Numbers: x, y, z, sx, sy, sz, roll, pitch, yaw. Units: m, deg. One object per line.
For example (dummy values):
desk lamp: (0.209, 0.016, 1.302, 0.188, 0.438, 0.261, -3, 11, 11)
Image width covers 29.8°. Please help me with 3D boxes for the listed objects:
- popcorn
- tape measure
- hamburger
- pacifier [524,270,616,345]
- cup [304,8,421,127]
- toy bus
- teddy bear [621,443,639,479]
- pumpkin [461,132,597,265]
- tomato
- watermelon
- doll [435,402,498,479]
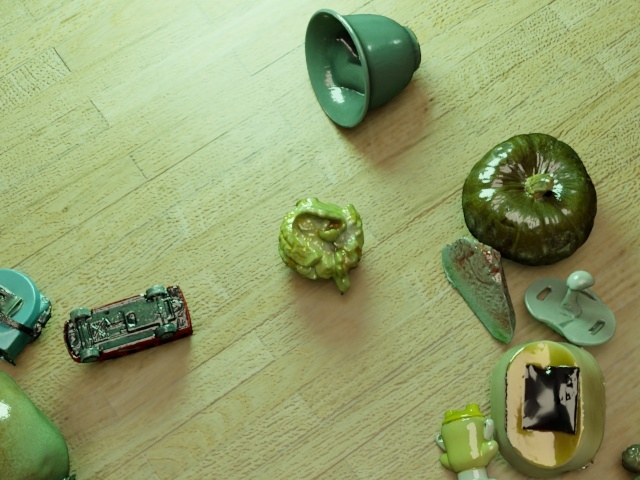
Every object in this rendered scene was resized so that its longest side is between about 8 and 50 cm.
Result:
popcorn: (0.000, 0.000, 1.907, 0.135, 0.162, 0.141, -16, 40, 31)
tape measure: (-0.499, 0.111, 1.893, 0.146, 0.081, 0.125, 30, 63, 11)
hamburger: (0.343, 0.251, 1.812, 0.172, 0.116, 0.210, -2, 74, 9)
pacifier: (0.397, 0.091, 1.862, 0.126, 0.117, 0.150, -28, 55, -36)
cup: (0.085, -0.301, 1.992, 0.150, 0.199, 0.199, -19, 70, -24)
toy bus: (-0.299, 0.136, 1.873, 0.195, 0.089, 0.081, -17, 70, -6)
teddy bear: (0.533, 0.336, 1.767, 0.177, 0.140, 0.190, 19, 63, 11)
pumpkin: (0.332, -0.064, 1.897, 0.218, 0.162, 0.219, 1, 69, -3)
tomato: (-0.488, 0.319, 1.708, 0.239, 0.303, 0.303, -31, 73, -8)
watermelon: (0.265, 0.073, 1.891, 0.081, 0.094, 0.180, -30, 89, -10)
doll: (0.224, 0.329, 1.802, 0.106, 0.062, 0.163, -24, 64, 37)
